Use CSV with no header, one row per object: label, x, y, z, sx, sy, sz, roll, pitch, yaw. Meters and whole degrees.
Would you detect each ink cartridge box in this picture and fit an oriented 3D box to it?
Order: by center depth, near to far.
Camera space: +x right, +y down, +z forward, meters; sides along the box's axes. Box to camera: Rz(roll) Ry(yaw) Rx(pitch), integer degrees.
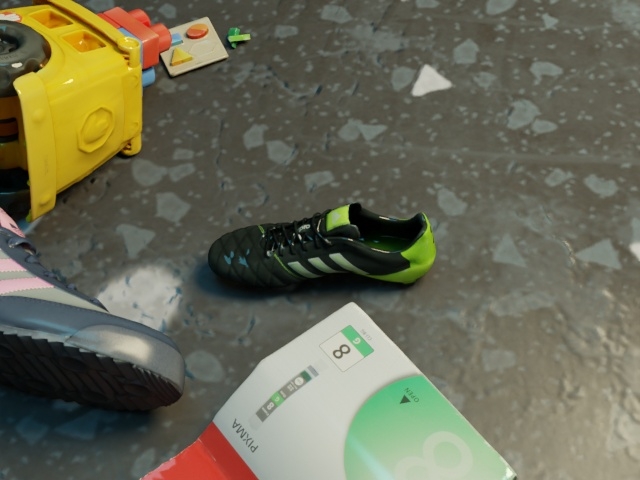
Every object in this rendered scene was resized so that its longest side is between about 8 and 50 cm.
ink cartridge box,-0.009,0.167,0.798,0.224,0.056,0.181,-32,58,-20

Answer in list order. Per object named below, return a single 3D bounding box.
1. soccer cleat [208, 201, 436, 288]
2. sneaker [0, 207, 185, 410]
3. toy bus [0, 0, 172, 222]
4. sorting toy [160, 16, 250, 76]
soccer cleat,0.000,0.000,0.905,0.178,0.072,0.060,-1,54,3
sneaker,-0.236,0.031,0.873,0.319,0.112,0.131,14,59,12
toy bus,-0.243,-0.151,0.998,0.220,0.149,0.211,34,49,27
sorting toy,-0.110,-0.186,1.085,0.083,0.012,0.062,-21,55,-11
